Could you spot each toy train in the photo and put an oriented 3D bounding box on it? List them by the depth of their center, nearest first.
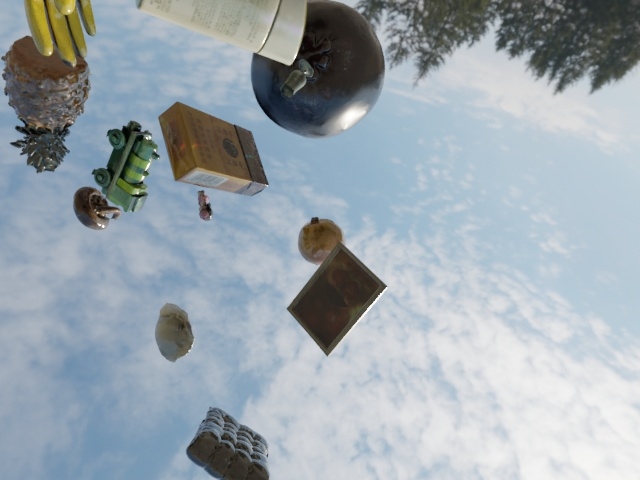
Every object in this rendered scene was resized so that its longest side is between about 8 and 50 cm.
[{"bbox_3d":[-0.461,-0.181,1.030,0.132,0.200,0.083,34,-158,5],"label":"toy train"}]

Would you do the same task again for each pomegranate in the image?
[{"bbox_3d":[0.003,0.003,1.644,0.191,0.191,0.191,13,-140,-11],"label":"pomegranate"}]

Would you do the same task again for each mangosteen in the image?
[{"bbox_3d":[-0.003,-0.486,1.255,0.381,0.383,0.435,24,-168,2],"label":"mangosteen"}]

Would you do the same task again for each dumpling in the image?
[{"bbox_3d":[-0.451,0.287,1.339,0.127,0.108,0.188,-9,-99,15],"label":"dumpling"}]

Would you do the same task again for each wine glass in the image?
[{"bbox_3d":[-0.051,-0.337,0.884,0.038,0.042,0.083,19,-120,29],"label":"wine glass"}]

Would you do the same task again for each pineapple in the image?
[{"bbox_3d":[-0.569,-0.265,0.893,0.157,0.279,0.158,17,-138,-16],"label":"pineapple"}]

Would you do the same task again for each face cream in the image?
[{"bbox_3d":[-0.179,-0.495,0.870,0.348,0.174,0.081,5,-142,-35],"label":"face cream"}]

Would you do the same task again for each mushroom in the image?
[{"bbox_3d":[-0.686,-0.093,1.302,0.170,0.080,0.135,33,-136,-64],"label":"mushroom"}]

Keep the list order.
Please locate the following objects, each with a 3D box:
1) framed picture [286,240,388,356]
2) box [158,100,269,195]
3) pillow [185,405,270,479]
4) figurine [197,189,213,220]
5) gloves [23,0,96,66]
[{"bbox_3d":[0.043,0.179,1.314,0.211,0.290,0.020,45,-165,26],"label":"framed picture"},{"bbox_3d":[-0.382,-0.324,1.594,0.415,0.115,0.265,6,-119,-60],"label":"box"},{"bbox_3d":[-0.237,0.569,1.154,0.228,0.326,0.101,35,-105,-2],"label":"pillow"},{"bbox_3d":[-0.451,-0.137,1.662,0.054,0.072,0.129,-7,-114,-15],"label":"figurine"},{"bbox_3d":[-0.372,-0.410,0.621,0.116,0.295,0.133,20,-149,10],"label":"gloves"}]
